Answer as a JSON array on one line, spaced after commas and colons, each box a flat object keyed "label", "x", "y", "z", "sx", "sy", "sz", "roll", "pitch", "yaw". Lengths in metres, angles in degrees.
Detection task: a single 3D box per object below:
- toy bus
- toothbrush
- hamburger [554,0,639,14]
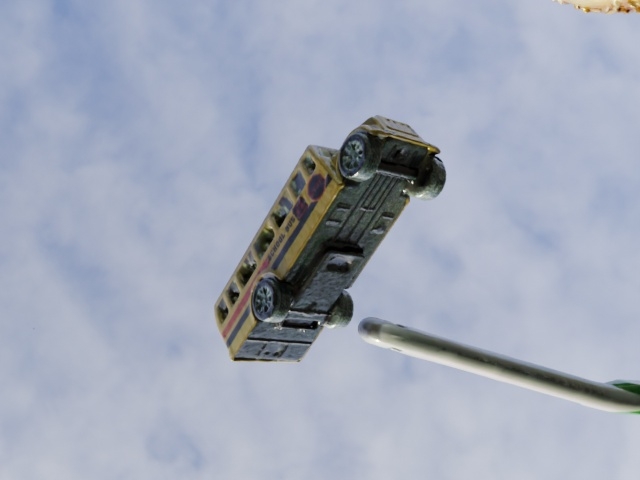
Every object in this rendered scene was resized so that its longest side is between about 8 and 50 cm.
[{"label": "toy bus", "x": 0.000, "y": 0.000, "z": 0.947, "sx": 0.121, "sy": 0.123, "sz": 0.335, "roll": 10, "pitch": -57, "yaw": -38}, {"label": "toothbrush", "x": 0.213, "y": 0.099, "z": 0.539, "sx": 0.418, "sy": 0.042, "sz": 0.040, "roll": 18, "pitch": -95, "yaw": -20}, {"label": "hamburger", "x": 0.371, "y": -0.420, "z": 0.914, "sx": 0.330, "sy": 0.330, "sz": 0.250, "roll": -46, "pitch": -37, "yaw": -18}]
